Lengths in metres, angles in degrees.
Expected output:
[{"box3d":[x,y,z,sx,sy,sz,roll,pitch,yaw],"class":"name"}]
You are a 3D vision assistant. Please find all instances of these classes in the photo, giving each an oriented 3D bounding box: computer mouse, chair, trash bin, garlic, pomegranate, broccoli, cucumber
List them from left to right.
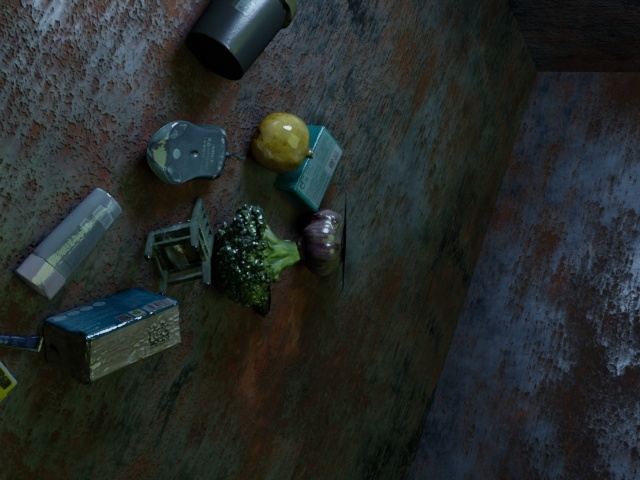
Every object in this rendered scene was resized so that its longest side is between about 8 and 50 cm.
[{"box3d":[-0.373,0.013,1.721,0.270,0.147,0.136,-104,-179,-57],"class":"chair"},{"box3d":[-0.335,-0.234,1.724,0.379,0.090,0.167,-4,108,-59],"class":"computer mouse"},{"box3d":[-0.190,-0.606,1.711,0.334,0.214,0.214,-61,140,-15],"class":"trash bin"},{"box3d":[-0.186,0.041,1.874,0.245,0.248,0.288,-10,151,-49],"class":"broccoli"},{"box3d":[-0.191,0.131,2.035,0.067,0.067,0.245,-35,128,-43],"class":"cucumber"},{"box3d":[-0.106,-0.289,1.929,0.196,0.196,0.196,-19,114,-50],"class":"pomegranate"},{"box3d":[0.000,0.000,2.173,0.245,0.160,0.245,6,90,-81],"class":"garlic"}]

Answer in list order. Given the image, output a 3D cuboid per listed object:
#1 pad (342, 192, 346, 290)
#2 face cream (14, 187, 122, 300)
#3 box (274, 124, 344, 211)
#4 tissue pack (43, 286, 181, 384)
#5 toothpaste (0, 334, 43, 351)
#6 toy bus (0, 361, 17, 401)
[{"box3d":[0.083,0.009,2.245,0.300,0.005,0.202,91,1,-49],"class":"pad"},{"box3d":[-0.572,0.003,1.478,0.269,0.073,0.107,-57,134,-26],"class":"face cream"},{"box3d":[-0.034,-0.238,2.115,0.153,0.092,0.245,45,65,-50],"class":"box"},{"box3d":[-0.493,0.222,1.543,0.270,0.192,0.134,-20,113,-49],"class":"tissue pack"},{"box3d":[-0.683,0.225,1.434,0.140,0.021,0.037,23,80,-55],"class":"toothpaste"},{"box3d":[-0.724,0.242,1.332,0.074,0.081,0.226,-49,135,-36],"class":"toy bus"}]
